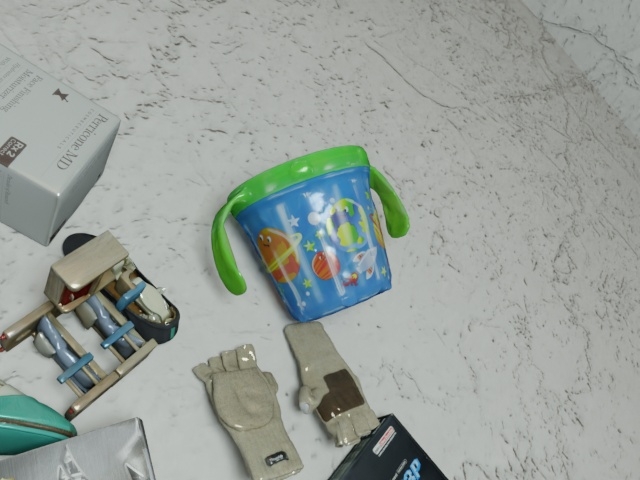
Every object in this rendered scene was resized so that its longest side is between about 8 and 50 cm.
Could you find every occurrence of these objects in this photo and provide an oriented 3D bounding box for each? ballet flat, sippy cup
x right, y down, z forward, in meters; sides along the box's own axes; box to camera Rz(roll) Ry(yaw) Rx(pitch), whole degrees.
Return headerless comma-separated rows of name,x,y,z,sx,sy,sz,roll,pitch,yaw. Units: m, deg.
ballet flat,-0.266,0.055,0.758,0.203,0.074,0.074,47,50,0
sippy cup,0.000,0.000,0.869,0.305,0.240,0.224,-21,86,1
ballet flat,-0.394,0.186,0.603,0.247,0.083,0.087,8,47,-30

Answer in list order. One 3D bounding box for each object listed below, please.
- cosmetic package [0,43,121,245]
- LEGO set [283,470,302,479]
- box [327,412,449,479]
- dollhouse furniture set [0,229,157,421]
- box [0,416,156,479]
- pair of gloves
cosmetic package,-0.391,-0.121,0.725,0.183,0.151,0.151,31,53,-14
LEGO set,-0.099,0.349,0.681,0.227,0.093,0.087,-13,72,-36
box,0.090,0.392,0.801,0.175,0.051,0.220,50,51,2
dollhouse furniture set,-0.274,0.107,0.650,0.129,0.183,0.129,47,50,0
box,-0.280,0.309,0.571,0.231,0.056,0.183,-13,72,-16
pair of gloves,-0.042,0.224,0.800,0.240,0.042,0.204,-11,53,-40
